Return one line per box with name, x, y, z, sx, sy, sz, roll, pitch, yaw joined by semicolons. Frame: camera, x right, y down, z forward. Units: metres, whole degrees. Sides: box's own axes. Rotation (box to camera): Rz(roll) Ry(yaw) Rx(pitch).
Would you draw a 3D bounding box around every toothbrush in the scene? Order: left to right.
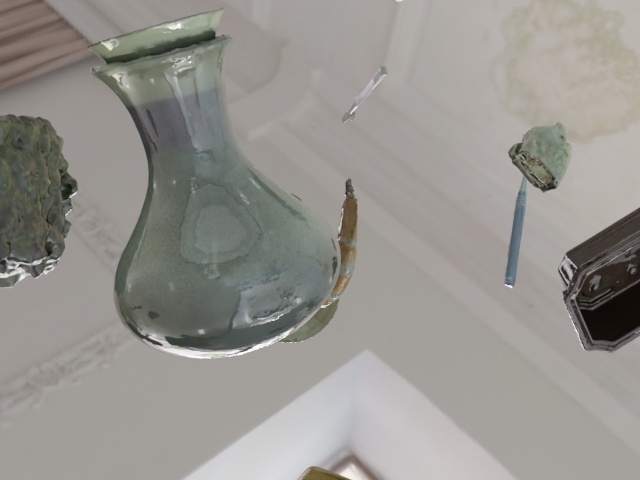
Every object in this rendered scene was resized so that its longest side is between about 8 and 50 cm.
toothbrush;0.069;-0.229;1.354;0.194;0.017;0.014;134;-54;-69
toothbrush;0.267;-0.044;1.132;0.016;0.220;0.019;4;-14;30

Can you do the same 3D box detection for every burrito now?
burrito;0.283;-0.114;1.057;0.074;0.118;0.044;47;-41;-5

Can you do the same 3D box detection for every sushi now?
sushi;-0.440;-0.030;0.938;0.352;0.294;0.178;-7;-94;31

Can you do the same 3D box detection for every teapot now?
teapot;-0.092;-0.042;0.657;0.183;0.183;0.251;5;-65;53

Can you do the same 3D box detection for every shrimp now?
shrimp;0.003;0.033;1.680;0.287;0.068;0.185;-53;-132;42

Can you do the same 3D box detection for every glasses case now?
glasses case;0.034;0.488;1.609;0.234;0.079;0.064;2;-41;53

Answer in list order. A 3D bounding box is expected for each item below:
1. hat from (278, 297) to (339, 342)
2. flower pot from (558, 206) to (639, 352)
hat;-0.075;0.117;2.011;0.252;0.252;0.110;55;-1;7
flower pot;0.441;0.032;1.176;0.179;0.251;0.084;56;3;-36
